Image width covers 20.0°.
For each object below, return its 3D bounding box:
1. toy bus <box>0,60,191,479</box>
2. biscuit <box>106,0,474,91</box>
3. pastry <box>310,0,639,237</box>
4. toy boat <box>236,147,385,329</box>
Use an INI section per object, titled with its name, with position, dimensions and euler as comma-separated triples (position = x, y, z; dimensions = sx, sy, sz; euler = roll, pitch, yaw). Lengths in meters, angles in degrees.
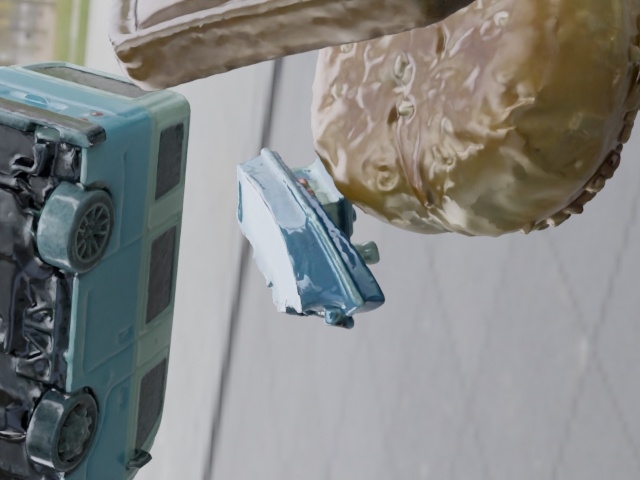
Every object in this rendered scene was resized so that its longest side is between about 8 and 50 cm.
[toy bus]
position = -0.161, 0.033, 1.083
dimensions = 0.165, 0.133, 0.271
euler = -32, -46, -58
[biscuit]
position = 0.017, -0.127, 0.685
dimensions = 0.034, 0.182, 0.215
euler = 67, -149, -24
[pastry]
position = 0.141, -0.135, 1.456
dimensions = 0.316, 0.184, 0.284
euler = -16, 68, 49
[toy boat]
position = 0.000, 0.000, 1.552
dimensions = 0.238, 0.098, 0.109
euler = -121, 25, -57
